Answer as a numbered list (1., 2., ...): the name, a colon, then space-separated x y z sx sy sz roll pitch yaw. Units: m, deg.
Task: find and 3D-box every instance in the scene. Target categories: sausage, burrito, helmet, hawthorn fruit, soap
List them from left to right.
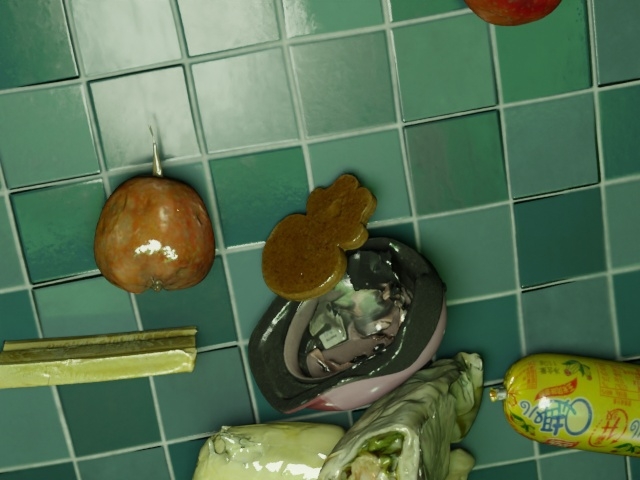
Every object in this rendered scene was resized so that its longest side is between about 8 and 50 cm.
1. soap: -0.280 0.147 1.465 0.252 0.092 0.037 -4 106 -3
2. hawthorn fruit: -0.193 -0.019 1.411 0.149 0.149 0.189 23 70 -11
3. helmet: 0.052 0.119 1.445 0.253 0.198 0.154 -48 132 11
4. burrito: 0.112 0.255 1.438 0.135 0.332 0.190 2 102 22
5. hawthorn fruit: 0.228 -0.309 1.343 0.132 0.138 0.133 -2 106 -7
6. sausage: 0.390 0.221 1.530 0.347 0.123 0.123 8 106 -8

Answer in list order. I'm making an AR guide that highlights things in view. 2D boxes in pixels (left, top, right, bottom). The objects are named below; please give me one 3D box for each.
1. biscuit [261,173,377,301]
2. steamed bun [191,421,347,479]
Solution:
1. biscuit: 0.000 0.000 1.440 0.175 0.124 0.026 -48 143 4
2. steamed bun: -0.051 0.352 1.516 0.232 0.166 0.273 -6 102 8
